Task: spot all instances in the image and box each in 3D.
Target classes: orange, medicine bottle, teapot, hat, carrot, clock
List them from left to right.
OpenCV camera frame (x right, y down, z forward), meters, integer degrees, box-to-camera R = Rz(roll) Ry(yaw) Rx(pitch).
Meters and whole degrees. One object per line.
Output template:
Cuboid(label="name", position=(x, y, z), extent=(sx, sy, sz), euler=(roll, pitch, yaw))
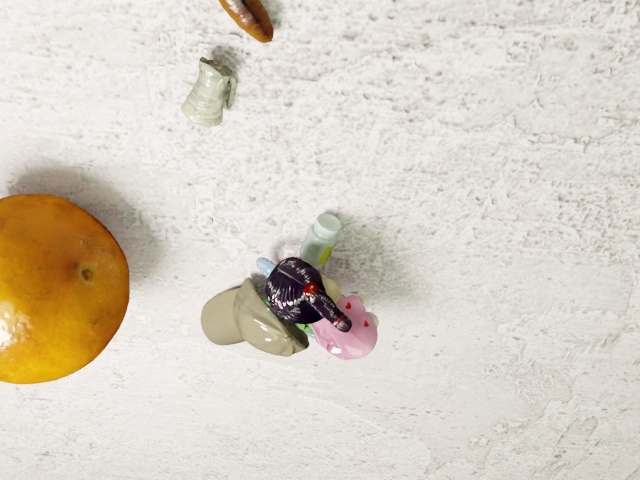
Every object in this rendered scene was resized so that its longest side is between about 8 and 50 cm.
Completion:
Cuboid(label="orange", position=(-0.424, 0.072, 0.872), extent=(0.226, 0.283, 0.284), euler=(-18, 128, 32))
Cuboid(label="teapot", position=(-0.143, -0.198, 0.767), extent=(0.067, 0.057, 0.083), euler=(-10, 139, -39))
Cuboid(label="carrot", position=(-0.101, -0.289, 0.684), extent=(0.048, 0.048, 0.139), euler=(-21, 128, 21))
Cuboid(label="hat", position=(-0.130, 0.171, 1.048), extent=(0.173, 0.144, 0.166), euler=(-38, 122, 13))
Cuboid(label="clock", position=(-0.021, 0.095, 0.933), extent=(0.194, 0.100, 0.195), euler=(24, 162, 48))
Cuboid(label="medicine bottle", position=(0.000, 0.000, 0.929), extent=(0.047, 0.047, 0.083), euler=(18, 131, -11))
